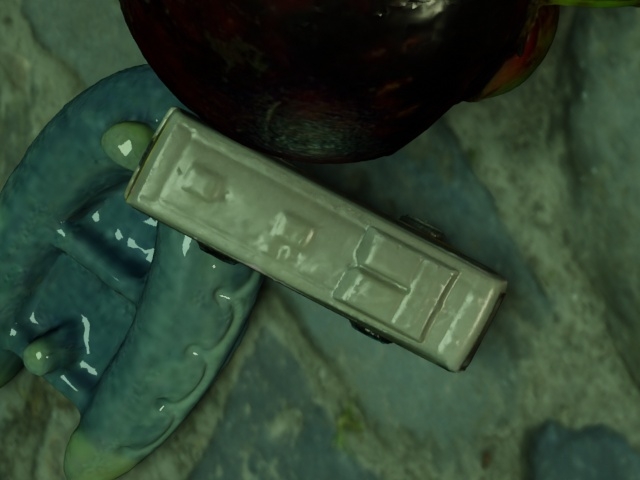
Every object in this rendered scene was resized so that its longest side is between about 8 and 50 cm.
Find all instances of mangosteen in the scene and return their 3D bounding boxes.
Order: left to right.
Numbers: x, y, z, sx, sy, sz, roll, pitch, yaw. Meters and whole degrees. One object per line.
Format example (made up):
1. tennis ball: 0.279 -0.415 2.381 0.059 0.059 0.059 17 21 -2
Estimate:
1. mangosteen: 0.041 -0.184 1.166 0.359 0.306 0.306 27 105 -2

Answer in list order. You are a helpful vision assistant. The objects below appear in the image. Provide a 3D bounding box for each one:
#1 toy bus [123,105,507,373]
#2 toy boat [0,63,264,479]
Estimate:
1. toy bus: 0.000 0.000 1.247 0.268 0.106 0.092 28 92 -5
2. toy boat: -0.162 0.022 1.360 0.215 0.123 0.330 40 109 18
